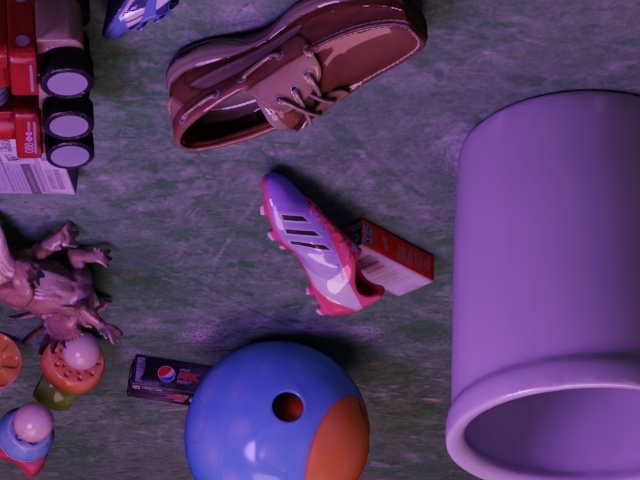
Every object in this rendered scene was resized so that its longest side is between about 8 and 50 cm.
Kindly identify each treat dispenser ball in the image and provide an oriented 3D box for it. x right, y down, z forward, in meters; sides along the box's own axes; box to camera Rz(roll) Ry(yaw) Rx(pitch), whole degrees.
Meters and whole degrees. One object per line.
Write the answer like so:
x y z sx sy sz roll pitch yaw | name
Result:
-0.067 0.299 2.270 0.288 0.288 0.288 2 150 1 | treat dispenser ball

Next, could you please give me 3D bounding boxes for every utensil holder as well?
0.309 0.064 1.734 0.328 0.385 0.327 2 150 1 | utensil holder

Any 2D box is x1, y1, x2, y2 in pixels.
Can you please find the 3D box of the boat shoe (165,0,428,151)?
-0.030 -0.172 1.619 0.324 0.120 0.122 -17 145 31 | boat shoe

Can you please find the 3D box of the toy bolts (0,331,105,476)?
-0.451 0.224 2.251 0.218 0.228 0.158 21 147 -15 | toy bolts

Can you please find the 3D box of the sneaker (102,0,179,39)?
-0.186 -0.252 1.564 0.059 0.053 0.144 18 148 -28 | sneaker

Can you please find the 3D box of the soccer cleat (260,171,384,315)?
0.000 0.000 1.924 0.095 0.083 0.248 -16 126 17 | soccer cleat

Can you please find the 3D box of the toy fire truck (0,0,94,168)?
-0.376 -0.192 1.621 0.246 0.158 0.217 -3 152 -10 | toy fire truck

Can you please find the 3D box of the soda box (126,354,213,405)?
-0.227 0.233 2.406 0.169 0.053 0.060 11 149 -12 | soda box

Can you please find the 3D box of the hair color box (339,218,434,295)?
0.084 0.025 2.027 0.141 0.043 0.072 27 143 -36 | hair color box

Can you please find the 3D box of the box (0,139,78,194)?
-0.409 -0.110 1.845 0.186 0.038 0.145 0 150 4 | box

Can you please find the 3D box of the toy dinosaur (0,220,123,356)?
-0.399 0.068 2.079 0.200 0.127 0.296 -15 140 41 | toy dinosaur
